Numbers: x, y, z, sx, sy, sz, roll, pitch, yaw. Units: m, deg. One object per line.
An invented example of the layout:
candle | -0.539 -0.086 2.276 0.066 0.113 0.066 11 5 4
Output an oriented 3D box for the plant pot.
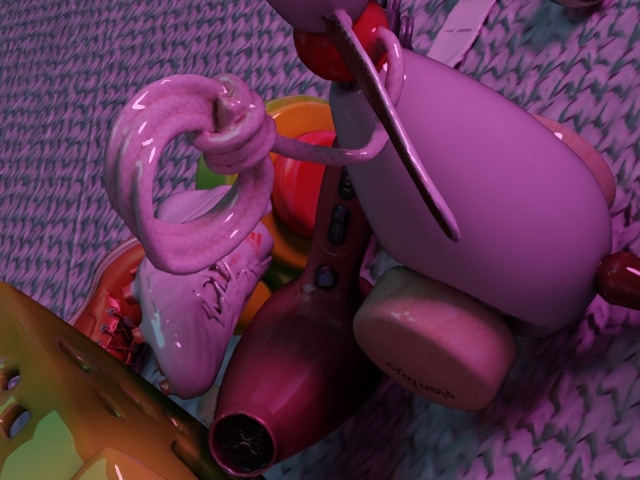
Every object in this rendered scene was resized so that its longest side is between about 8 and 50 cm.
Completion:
plant pot | -0.124 0.193 0.875 0.227 0.228 0.207 -51 34 -3

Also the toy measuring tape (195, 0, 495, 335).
toy measuring tape | 0.009 -0.087 1.147 0.121 0.121 0.330 0 55 57

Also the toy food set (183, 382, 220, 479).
toy food set | -0.114 0.170 1.083 0.192 0.038 0.132 -53 27 -6

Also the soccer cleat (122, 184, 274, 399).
soccer cleat | -0.063 0.018 0.987 0.076 0.068 0.196 -19 26 8

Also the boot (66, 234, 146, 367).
boot | -0.144 0.066 1.252 0.158 0.059 0.085 -52 28 15

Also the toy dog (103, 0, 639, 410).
toy dog | 0.074 -0.044 0.819 0.161 0.333 0.220 11 78 36

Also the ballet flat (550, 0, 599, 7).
ballet flat | 0.189 -0.219 1.111 0.168 0.057 0.052 -54 17 -8

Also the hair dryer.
hair dryer | 0.000 0.000 0.959 0.080 0.224 0.294 10 61 17
